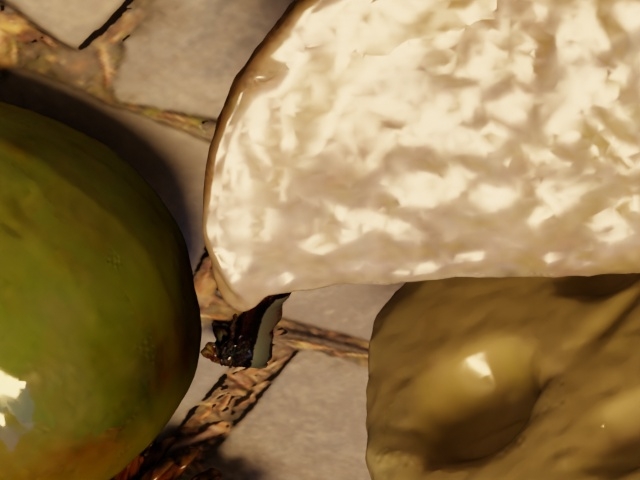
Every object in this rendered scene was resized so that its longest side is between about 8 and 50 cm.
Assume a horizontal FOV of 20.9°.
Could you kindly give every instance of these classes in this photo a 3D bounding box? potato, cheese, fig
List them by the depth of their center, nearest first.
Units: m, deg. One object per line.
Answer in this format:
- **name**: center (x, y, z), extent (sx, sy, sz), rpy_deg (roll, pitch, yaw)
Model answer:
- **potato**: center (0.079, -0.099, 0.760), extent (0.264, 0.189, 0.211), rpy_deg (-6, 115, 7)
- **cheese**: center (0.165, 0.068, 0.873), extent (0.318, 0.326, 0.115), rpy_deg (-44, 125, -7)
- **fig**: center (-0.162, 0.026, 0.892), extent (0.207, 0.207, 0.230), rpy_deg (-2, 105, 3)

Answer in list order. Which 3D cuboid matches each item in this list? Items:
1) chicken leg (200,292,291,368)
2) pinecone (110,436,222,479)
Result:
- **chicken leg**: center (0.000, 0.000, 0.959), extent (0.106, 0.051, 0.253), rpy_deg (23, 138, -31)
- **pinecone**: center (-0.103, 0.210, 1.111), extent (0.173, 0.173, 0.173), rpy_deg (0, 139, 0)
